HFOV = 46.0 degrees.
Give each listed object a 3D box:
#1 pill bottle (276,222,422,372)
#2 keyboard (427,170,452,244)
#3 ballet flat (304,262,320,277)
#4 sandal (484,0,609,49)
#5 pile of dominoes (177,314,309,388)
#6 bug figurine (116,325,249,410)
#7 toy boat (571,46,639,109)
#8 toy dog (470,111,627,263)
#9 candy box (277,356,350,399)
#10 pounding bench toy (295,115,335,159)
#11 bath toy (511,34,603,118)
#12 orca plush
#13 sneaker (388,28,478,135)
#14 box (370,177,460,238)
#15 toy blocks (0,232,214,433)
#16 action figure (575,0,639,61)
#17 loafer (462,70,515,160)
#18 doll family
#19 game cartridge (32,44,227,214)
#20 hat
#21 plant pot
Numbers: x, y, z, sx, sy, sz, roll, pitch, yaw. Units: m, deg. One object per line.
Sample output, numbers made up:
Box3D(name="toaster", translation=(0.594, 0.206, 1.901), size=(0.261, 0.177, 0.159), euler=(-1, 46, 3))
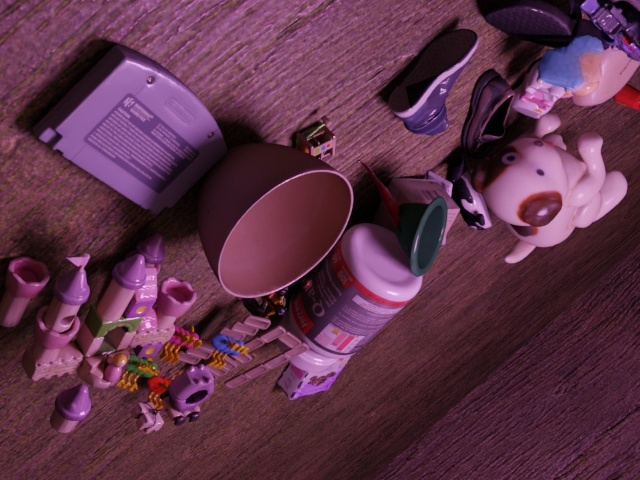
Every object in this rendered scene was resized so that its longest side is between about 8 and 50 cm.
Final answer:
Box3D(name="pill bottle", translation=(0.054, 0.145, 1.757), size=(0.210, 0.210, 0.363), euler=(-8, 147, -45))
Box3D(name="keyboard", translation=(0.298, -0.080, 1.933), size=(0.014, 0.072, 0.256), euler=(-39, 150, -21))
Box3D(name="ballet flat", translation=(0.000, 0.000, 1.686), size=(0.072, 0.068, 0.213), euler=(11, 120, -51))
Box3D(name="sandal", translation=(0.484, -0.483, 1.599), size=(0.446, 0.167, 0.107), euler=(-5, 102, -52))
Box3D(name="pile of dominoes", translation=(-0.182, 0.242, 1.712), size=(0.251, 0.040, 0.196), euler=(-29, 133, 19))
Box3D(name="bug figurine", translation=(-0.301, 0.258, 1.618), size=(0.279, 0.072, 0.216), euler=(-34, 142, 17))
Box3D(name="toy boat", translation=(0.747, -0.444, 1.959), size=(0.267, 0.148, 0.318), euler=(-52, 142, 5))
Box3D(name="toy dog", translation=(0.535, -0.137, 1.909), size=(0.395, 0.284, 0.408), euler=(-49, 154, 16))
Box3D(name="candy box", translation=(-0.005, 0.343, 2.110), size=(0.165, 0.070, 0.196), euler=(-2, 131, -48))
Box3D(name="pounding bench toy", translation=(-0.012, -0.195, 1.442), size=(0.065, 0.052, 0.083), euler=(-28, 147, -23))
Box3D(name="bath toy", translation=(0.530, -0.364, 1.704), size=(0.348, 0.151, 0.129), euler=(6, 105, -89))
Box3D(name="orca plush", translation=(0.360, -0.105, 1.951), size=(0.102, 0.151, 0.287), euler=(-16, 158, 18))
Box3D(name="sneaker", translation=(0.250, -0.318, 1.559), size=(0.226, 0.086, 0.163), euler=(-45, 149, 5))
Box3D(name="box", translation=(0.196, 0.006, 1.850), size=(0.148, 0.121, 0.311), euler=(-2, 132, -31))
Box3D(name="toy blocks", translation=(-0.318, 0.122, 1.225), size=(0.288, 0.309, 0.260), euler=(-3, 138, -48))
Box3D(name="action figure", translation=(0.601, -0.502, 1.491), size=(0.178, 0.330, 0.341), euler=(-37, 160, 28))
Box3D(name="loafer", translation=(0.402, -0.276, 1.795), size=(0.096, 0.084, 0.267), euler=(-32, 148, -18))
Box3D(name="doll family", translation=(-0.096, 0.107, 1.665), size=(0.076, 0.111, 0.193), euler=(-1, 129, -49))
Box3D(name="game cartridge", translation=(-0.274, -0.167, 1.171), size=(0.198, 0.062, 0.297), euler=(-48, 150, 0))
Box3D(name="hat", translation=(0.167, -0.044, 1.673), size=(0.173, 0.183, 0.208), euler=(7, 101, -64))
Box3D(name="plant pot", translation=(-0.111, -0.064, 1.353), size=(0.284, 0.191, 0.284), euler=(-30, 147, -22))
